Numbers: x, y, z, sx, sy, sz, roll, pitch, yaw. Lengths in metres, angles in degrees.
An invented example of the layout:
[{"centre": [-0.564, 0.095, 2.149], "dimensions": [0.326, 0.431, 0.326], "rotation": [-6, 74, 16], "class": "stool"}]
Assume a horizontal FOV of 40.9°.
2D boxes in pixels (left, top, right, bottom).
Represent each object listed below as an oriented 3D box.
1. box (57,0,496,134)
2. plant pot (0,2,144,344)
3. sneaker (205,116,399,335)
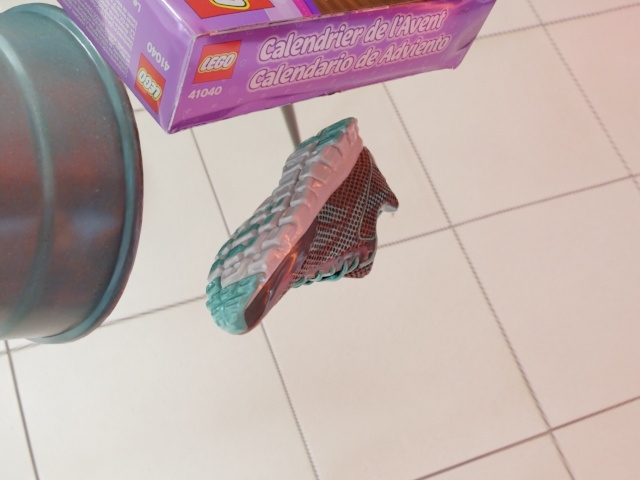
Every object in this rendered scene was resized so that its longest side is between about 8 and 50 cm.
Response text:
[{"centre": [-0.071, -0.189, 0.463], "dimensions": [0.201, 0.057, 0.293], "rotation": [-21, 60, -39], "class": "box"}, {"centre": [-0.391, -0.046, 0.740], "dimensions": [0.334, 0.341, 0.341], "rotation": [-10, 60, -50], "class": "plant pot"}, {"centre": [0.000, 0.000, 0.486], "dimensions": [0.076, 0.065, 0.166], "rotation": [50, 49, -18], "class": "sneaker"}]
